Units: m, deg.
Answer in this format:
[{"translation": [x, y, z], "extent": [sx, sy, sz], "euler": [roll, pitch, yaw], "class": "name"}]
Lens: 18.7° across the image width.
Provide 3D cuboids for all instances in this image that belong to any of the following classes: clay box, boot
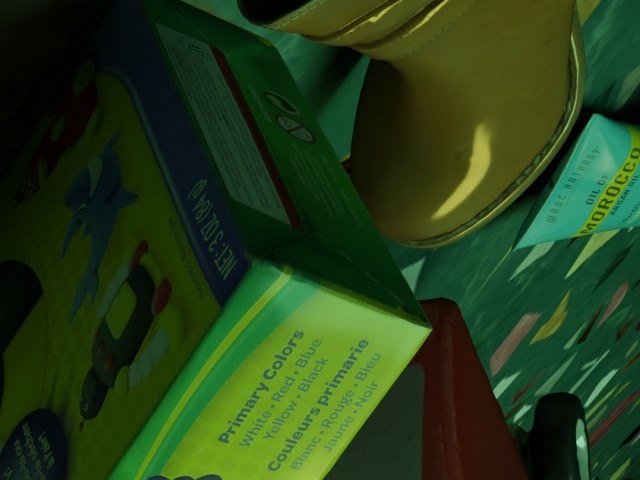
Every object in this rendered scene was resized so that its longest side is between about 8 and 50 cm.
[{"translation": [-0.071, 0.061, 0.479], "extent": [0.053, 0.127, 0.222], "euler": [23, 114, -31], "class": "clay box"}, {"translation": [0.026, -0.068, 0.559], "extent": [0.152, 0.073, 0.197], "euler": [-21, 143, -53], "class": "boot"}]

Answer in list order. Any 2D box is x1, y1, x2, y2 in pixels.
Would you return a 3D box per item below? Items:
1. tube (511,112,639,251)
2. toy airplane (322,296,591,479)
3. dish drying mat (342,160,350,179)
[{"translation": [0.160, -0.034, 1.038], "extent": [0.207, 0.052, 0.080], "euler": [-6, 124, -62], "class": "tube"}, {"translation": [0.052, 0.271, 0.831], "extent": [0.386, 0.384, 0.272], "euler": [-52, 174, 15], "class": "toy airplane"}, {"translation": [0.000, 0.000, 0.745], "extent": [0.032, 0.008, 0.083], "euler": [-33, 157, -48], "class": "dish drying mat"}]
